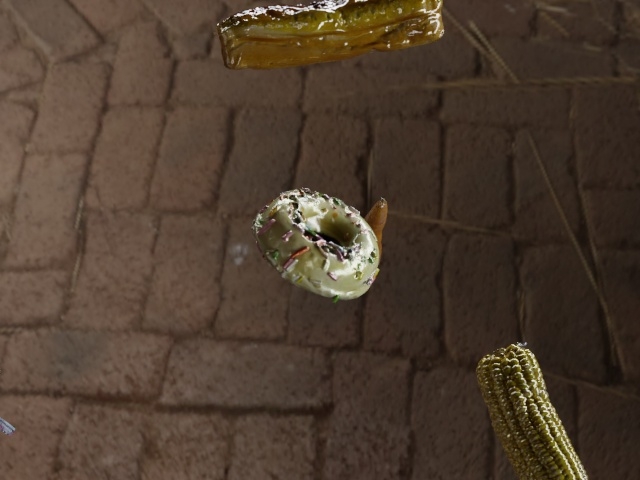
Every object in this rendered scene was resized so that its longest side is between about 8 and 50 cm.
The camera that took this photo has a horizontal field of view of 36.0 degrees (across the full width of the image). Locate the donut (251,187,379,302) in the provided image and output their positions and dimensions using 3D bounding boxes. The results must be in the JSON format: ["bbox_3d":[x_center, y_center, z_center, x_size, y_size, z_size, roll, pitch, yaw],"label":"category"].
[{"bbox_3d":[0.000,0.000,1.218,0.175,0.068,0.174,25,31,-16],"label":"donut"}]

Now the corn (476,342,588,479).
[{"bbox_3d":[0.304,0.281,1.380,0.101,0.101,0.291,-15,59,-10],"label":"corn"}]

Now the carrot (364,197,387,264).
[{"bbox_3d":[0.070,-0.008,1.370,0.048,0.216,0.048,2,65,-4],"label":"carrot"}]

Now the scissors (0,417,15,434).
[{"bbox_3d":[-0.482,0.224,1.348,0.134,0.187,0.020,-17,48,-3],"label":"scissors"}]

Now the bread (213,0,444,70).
[{"bbox_3d":[0.012,-0.361,1.648,0.381,0.109,0.185,-10,19,-4],"label":"bread"}]
